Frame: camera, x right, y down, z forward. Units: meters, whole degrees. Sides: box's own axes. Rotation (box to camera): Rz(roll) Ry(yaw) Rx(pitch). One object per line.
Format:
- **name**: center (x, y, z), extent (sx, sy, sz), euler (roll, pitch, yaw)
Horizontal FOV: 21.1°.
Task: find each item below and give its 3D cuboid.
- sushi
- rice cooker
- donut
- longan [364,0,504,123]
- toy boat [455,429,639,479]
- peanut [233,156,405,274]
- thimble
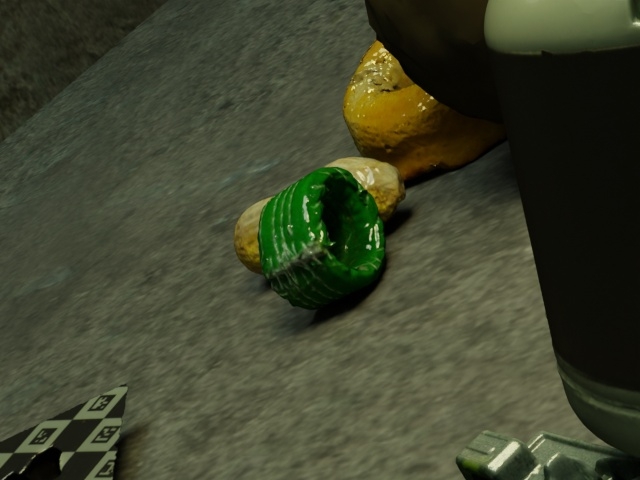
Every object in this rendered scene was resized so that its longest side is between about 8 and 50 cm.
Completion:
- **sushi**: center (-0.271, 0.252, 1.609), extent (0.219, 0.047, 0.231), euler (-25, 24, 12)
- **rice cooker**: center (0.273, -0.036, 0.962), extent (0.335, 0.325, 0.335), euler (-13, 12, 3)
- **donut**: center (0.134, -0.166, 1.868), extent (0.253, 0.118, 0.253), euler (-30, 33, 22)
- **longan**: center (0.223, -0.288, 1.616), extent (0.391, 0.391, 0.391), euler (-31, 19, 12)
- **toy boat**: center (0.163, 0.179, 0.972), extent (0.141, 0.092, 0.319), euler (-42, 21, -20)
- **peanut**: center (-0.003, -0.027, 1.776), extent (0.206, 0.087, 0.087), euler (-24, 21, 30)
- **thimble**: center (0.000, 0.000, 1.658), extent (0.090, 0.118, 0.130), euler (-28, 15, 35)
